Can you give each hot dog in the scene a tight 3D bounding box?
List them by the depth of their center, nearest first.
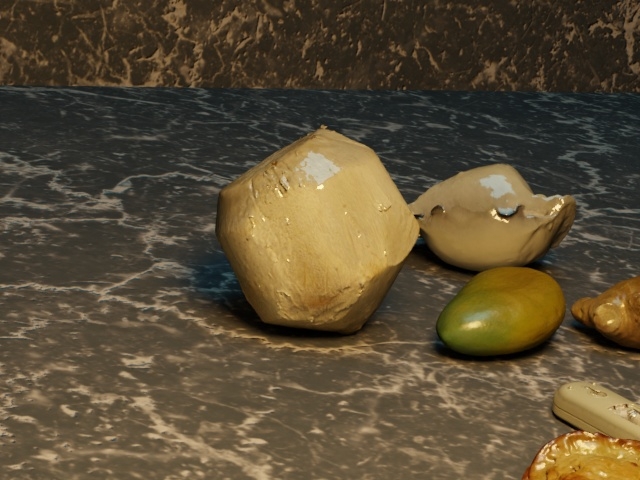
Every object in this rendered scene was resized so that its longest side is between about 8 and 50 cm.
[{"bbox_3d":[0.276,0.278,1.501,0.175,0.114,0.259,10,18,-6],"label":"hot dog"}]

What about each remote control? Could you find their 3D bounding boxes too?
[{"bbox_3d":[0.353,0.212,1.863,0.078,0.042,0.221,-5,21,-34],"label":"remote control"}]

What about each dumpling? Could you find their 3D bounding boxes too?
[{"bbox_3d":[0.243,-0.029,2.459,0.243,0.175,0.227,29,-8,16],"label":"dumpling"}]

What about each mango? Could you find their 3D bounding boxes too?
[{"bbox_3d":[0.241,0.097,2.125,0.137,0.091,0.237,8,21,21],"label":"mango"}]

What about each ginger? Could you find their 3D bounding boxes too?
[{"bbox_3d":[0.454,0.098,2.189,0.216,0.102,0.157,0,-9,-8],"label":"ginger"}]

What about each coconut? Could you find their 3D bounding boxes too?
[{"bbox_3d":[0.000,0.000,2.088,0.245,0.247,0.245,-31,7,4],"label":"coconut"}]
